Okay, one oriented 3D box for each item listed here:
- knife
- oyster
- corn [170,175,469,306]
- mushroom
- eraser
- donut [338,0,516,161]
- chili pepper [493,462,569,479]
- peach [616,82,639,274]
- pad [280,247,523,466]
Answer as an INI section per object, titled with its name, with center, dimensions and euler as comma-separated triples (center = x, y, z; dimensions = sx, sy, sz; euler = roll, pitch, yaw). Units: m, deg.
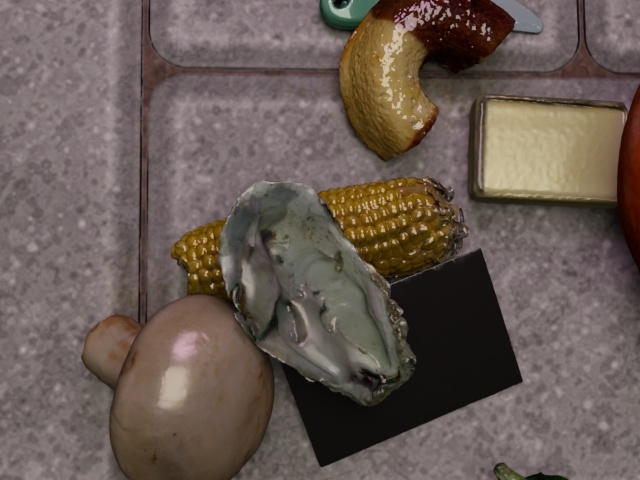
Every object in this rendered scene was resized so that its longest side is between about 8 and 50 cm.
[knife]
center = 0.128, -0.268, 1.362
dimensions = 0.260, 0.034, 0.063
euler = 0, 81, -10
[oyster]
center = 0.004, 0.056, 1.195
dimensions = 0.252, 0.087, 0.199
euler = 17, 90, -29
[corn]
center = 0.000, 0.000, 1.276
dimensions = 0.318, 0.115, 0.115
euler = -12, 84, -6
[mushroom]
center = -0.149, 0.149, 1.201
dimensions = 0.209, 0.206, 0.206
euler = 21, 82, -1
[eraser]
center = 0.252, -0.098, 1.332
dimensions = 0.172, 0.058, 0.117
euler = 3, 84, -4
[donut]
center = 0.108, -0.198, 1.304
dimensions = 0.141, 0.085, 0.217
euler = 36, 88, -13
[chili pepper]
center = 0.253, 0.349, 1.255
dimensions = 0.136, 0.099, 0.270
euler = -29, 90, 1
[peach]
center = 0.471, -0.073, 1.231
dimensions = 0.373, 0.290, 0.372
euler = 2, 78, -7
[pad]
center = 0.085, 0.125, 1.287
dimensions = 0.246, 0.006, 0.170
euler = -22, 107, -6
